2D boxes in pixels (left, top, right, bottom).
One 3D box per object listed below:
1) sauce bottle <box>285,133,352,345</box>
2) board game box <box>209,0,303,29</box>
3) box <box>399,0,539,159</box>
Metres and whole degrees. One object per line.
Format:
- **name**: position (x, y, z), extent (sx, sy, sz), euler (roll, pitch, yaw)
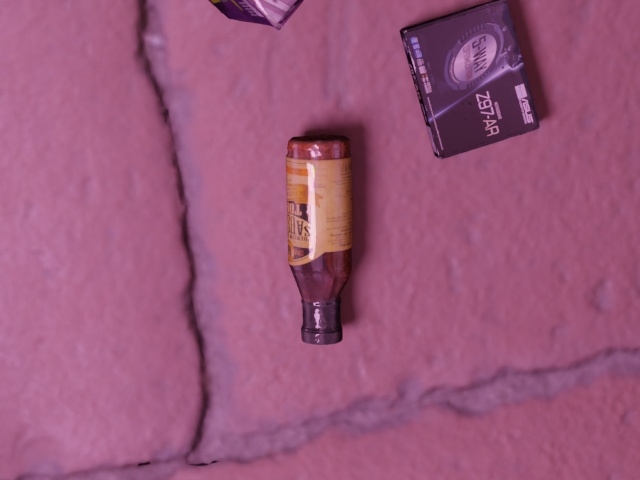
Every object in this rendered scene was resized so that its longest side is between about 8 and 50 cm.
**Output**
- **sauce bottle**: position (0.000, 0.000, 0.810), extent (0.042, 0.042, 0.128), euler (-2, 99, -5)
- **board game box**: position (-0.096, -0.185, 0.610), extent (0.208, 0.347, 0.056), euler (37, 94, -12)
- **box**: position (0.092, -0.099, 0.812), extent (0.067, 0.018, 0.083), euler (-17, 102, -2)
